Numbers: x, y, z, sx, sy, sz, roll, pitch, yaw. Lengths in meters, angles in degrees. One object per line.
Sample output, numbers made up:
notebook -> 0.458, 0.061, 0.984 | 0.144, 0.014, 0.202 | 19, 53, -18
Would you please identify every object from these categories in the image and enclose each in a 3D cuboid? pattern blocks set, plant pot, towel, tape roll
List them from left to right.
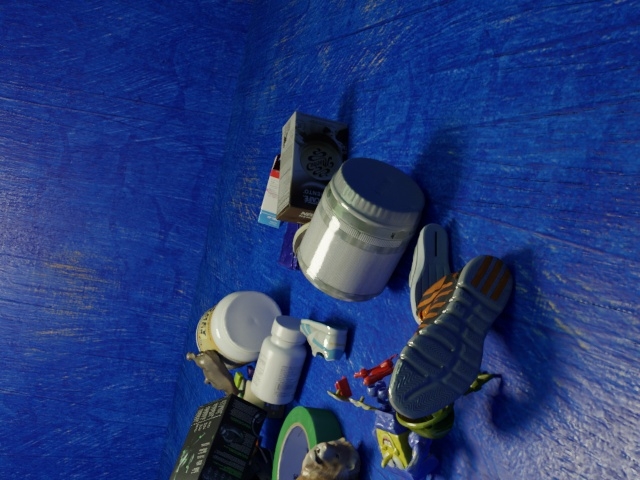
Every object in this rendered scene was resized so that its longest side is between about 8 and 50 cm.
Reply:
pattern blocks set -> -0.249, 0.556, 2.490 | 0.285, 0.026, 0.324 | -119, 35, -51
plant pot -> -0.161, 0.485, 2.269 | 0.096, 0.109, 0.108 | 1, 81, 59
towel -> -0.064, -0.061, 2.324 | 0.228, 0.076, 0.308 | -174, 94, -69
tape roll -> -0.036, 0.585, 1.907 | 0.321, 0.077, 0.321 | -170, 90, -70

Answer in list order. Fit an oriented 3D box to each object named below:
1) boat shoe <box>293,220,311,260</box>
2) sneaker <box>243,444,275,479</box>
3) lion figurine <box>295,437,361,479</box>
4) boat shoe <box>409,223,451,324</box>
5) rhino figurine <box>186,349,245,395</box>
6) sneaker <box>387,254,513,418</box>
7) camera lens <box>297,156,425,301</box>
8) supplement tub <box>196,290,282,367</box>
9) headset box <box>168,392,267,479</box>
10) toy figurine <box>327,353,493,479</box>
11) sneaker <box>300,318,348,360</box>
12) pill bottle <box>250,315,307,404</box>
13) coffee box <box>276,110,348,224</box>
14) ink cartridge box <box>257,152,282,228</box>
boat shoe -> 0.000, 0.000, 2.085 | 0.285, 0.103, 0.092 | -43, 35, 50
sneaker -> -0.170, 0.690, 2.120 | 0.126, 0.128, 0.321 | -59, 24, 7
lion figurine -> 0.022, 0.633, 1.621 | 0.142, 0.240, 0.392 | 82, 168, -57
boat shoe -> 0.219, 0.078, 1.501 | 0.075, 0.083, 0.226 | 112, 172, -60
rhino figurine -> -0.320, 0.439, 2.410 | 0.106, 0.243, 0.073 | -6, 34, 51
sneaker -> 0.210, 0.176, 1.319 | 0.321, 0.125, 0.180 | -50, 1, -20
camera lens -> 0.086, -0.018, 1.678 | 0.219, 0.220, 0.274 | -104, 31, -49
supplement tub -> -0.262, 0.290, 2.454 | 0.316, 0.228, 0.228 | 143, 134, -62
headset box -> -0.300, 0.608, 2.154 | 0.246, 0.131, 0.283 | -34, 30, 52
toy figurine -> 0.187, 0.359, 1.409 | 0.363, 0.191, 0.217 | -5, 106, 62
sneaker -> -0.001, 0.256, 1.971 | 0.229, 0.088, 0.092 | -178, 96, -72
pill bottle -> -0.110, 0.338, 2.156 | 0.131, 0.131, 0.229 | -128, 52, -65
coffee box -> -0.022, -0.196, 2.147 | 0.119, 0.168, 0.297 | 140, 136, -60
ink cartridge box -> -0.128, -0.170, 2.485 | 0.134, 0.078, 0.231 | -57, -16, -72
